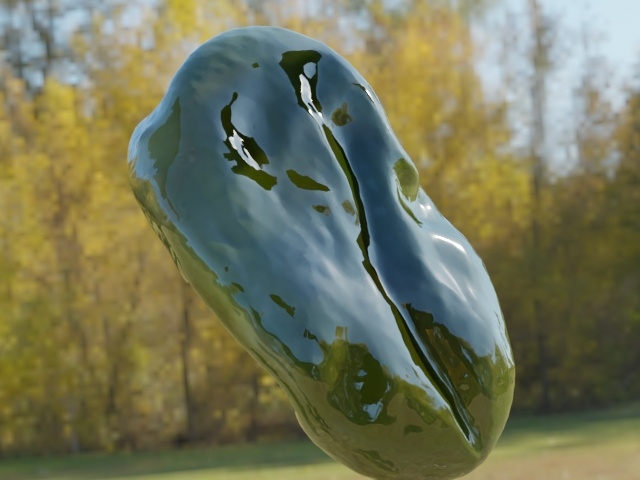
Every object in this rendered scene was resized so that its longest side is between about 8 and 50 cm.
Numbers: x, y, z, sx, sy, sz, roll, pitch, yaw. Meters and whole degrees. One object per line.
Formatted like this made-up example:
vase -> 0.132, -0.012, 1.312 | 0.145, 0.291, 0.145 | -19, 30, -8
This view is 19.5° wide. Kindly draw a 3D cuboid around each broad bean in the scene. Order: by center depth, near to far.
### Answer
broad bean -> -0.001, 0.002, 0.748 | 0.153, 0.207, 0.072 | -3, -40, -37
